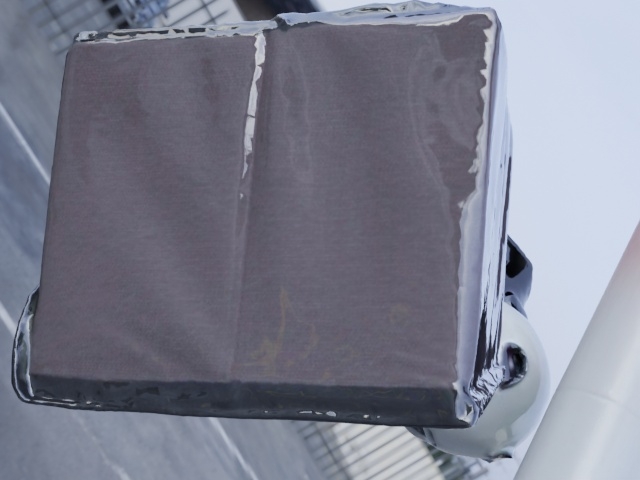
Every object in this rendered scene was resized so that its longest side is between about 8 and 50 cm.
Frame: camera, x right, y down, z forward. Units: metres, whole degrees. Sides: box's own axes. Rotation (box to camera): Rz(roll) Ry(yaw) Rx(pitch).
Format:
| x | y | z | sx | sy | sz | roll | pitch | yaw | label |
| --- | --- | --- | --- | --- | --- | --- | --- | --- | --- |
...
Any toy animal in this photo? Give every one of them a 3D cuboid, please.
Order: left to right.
| x | y | z | sx | sy | sz | roll | pitch | yaw | label |
| --- | --- | --- | --- | --- | --- | --- | --- | --- | --- |
| 0.118 | 0.090 | 0.798 | 0.179 | 0.138 | 0.165 | -89 | 178 | -61 | toy animal |

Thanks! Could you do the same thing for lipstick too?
| x | y | z | sx | sy | sz | roll | pitch | yaw | label |
| --- | --- | --- | --- | --- | --- | --- | --- | --- | --- |
| 0.231 | 0.098 | 0.705 | 0.087 | 0.326 | 0.087 | 28 | -17 | 10 | lipstick |

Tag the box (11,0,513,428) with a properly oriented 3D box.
| x | y | z | sx | sy | sz | roll | pitch | yaw | label |
| --- | --- | --- | --- | --- | --- | --- | --- | --- | --- |
| 0.000 | 0.000 | 0.458 | 0.252 | 0.188 | 0.153 | 23 | 69 | -73 | box |
